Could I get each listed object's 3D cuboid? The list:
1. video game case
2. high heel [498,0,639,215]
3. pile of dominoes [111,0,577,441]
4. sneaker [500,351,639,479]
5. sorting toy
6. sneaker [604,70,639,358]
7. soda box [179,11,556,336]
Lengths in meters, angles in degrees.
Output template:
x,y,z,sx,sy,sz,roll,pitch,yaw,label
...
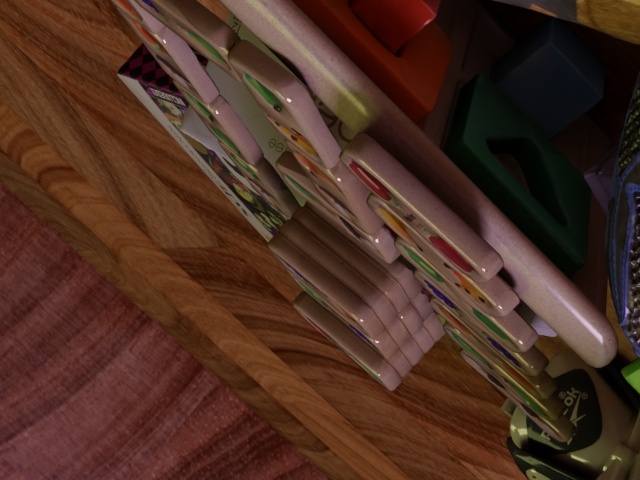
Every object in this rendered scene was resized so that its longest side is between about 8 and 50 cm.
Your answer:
x,y,z,sx,sy,sz,roll,pitch,yaw,label
-0.009,-0.036,0.925,0.232,0.042,0.210,24,161,51,video game case
0.084,-0.111,0.363,0.261,0.093,0.186,48,153,-13,high heel
0.000,0.000,0.528,0.196,0.040,0.251,39,174,26,pile of dominoes
0.182,0.132,0.812,0.153,0.094,0.235,36,179,-17,sneaker
0.052,-0.069,0.504,0.347,0.047,0.196,43,-155,-14,sorting toy
0.105,-0.043,0.280,0.083,0.087,0.221,32,137,18,sneaker
0.034,-0.037,0.677,0.216,0.074,0.069,33,-167,35,soda box
